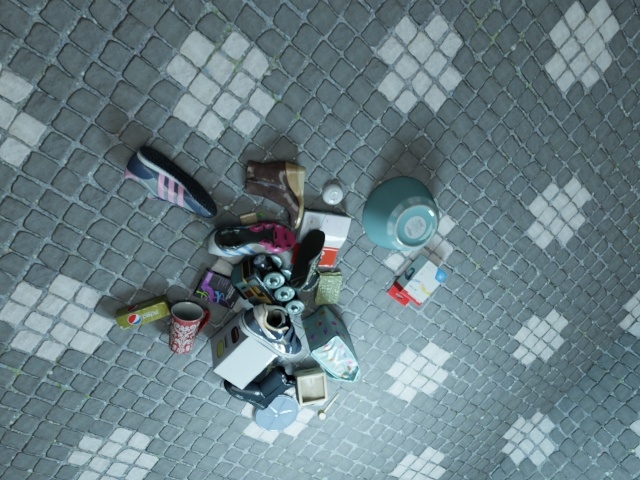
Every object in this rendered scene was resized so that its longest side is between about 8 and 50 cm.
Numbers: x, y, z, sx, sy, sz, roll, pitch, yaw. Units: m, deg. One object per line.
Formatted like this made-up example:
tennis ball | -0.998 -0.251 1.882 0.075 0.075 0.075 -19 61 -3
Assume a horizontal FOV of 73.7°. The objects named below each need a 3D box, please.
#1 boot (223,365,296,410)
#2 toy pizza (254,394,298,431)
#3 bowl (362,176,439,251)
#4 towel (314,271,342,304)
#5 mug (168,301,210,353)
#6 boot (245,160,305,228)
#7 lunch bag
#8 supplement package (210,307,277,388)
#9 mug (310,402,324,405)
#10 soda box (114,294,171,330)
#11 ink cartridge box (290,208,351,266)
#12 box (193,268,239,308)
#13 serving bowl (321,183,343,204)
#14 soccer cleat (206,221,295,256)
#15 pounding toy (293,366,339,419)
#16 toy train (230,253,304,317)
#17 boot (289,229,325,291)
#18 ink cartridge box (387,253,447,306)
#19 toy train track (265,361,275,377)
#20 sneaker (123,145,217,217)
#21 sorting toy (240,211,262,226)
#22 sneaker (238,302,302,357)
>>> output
boot | -0.248 0.588 1.782 0.207 0.094 0.247 -44 117 12
toy pizza | -0.198 0.775 1.924 0.202 0.032 0.201 -6 112 -15
bowl | 0.338 -0.082 1.667 0.312 0.163 0.310 -6 112 -15
towel | 0.032 0.197 1.761 0.110 0.027 0.147 0 110 -18
mug | -0.494 0.332 1.604 0.151 0.113 0.169 7 117 -24
boot | -0.163 -0.165 1.537 0.207 0.090 0.248 2 112 -5
lunch bag | 0.058 0.437 1.758 0.160 0.223 0.262 -35 119 5
supplement package | -0.301 0.412 1.647 0.194 0.203 0.149 -44 117 3
mug | -0.009 0.719 1.946 0.064 0.062 0.078 23 111 -32
soda box | -0.646 0.263 1.559 0.182 0.058 0.061 -19 116 -10
ink cartridge box | 0.000 0.000 1.656 0.189 0.066 0.232 7 105 -20
box | -0.383 0.186 1.626 0.162 0.029 0.116 24 103 -26
serving bowl | 0.048 -0.171 1.614 0.084 0.027 0.083 -6 114 -15
soccer cleat | -0.255 -0.001 1.557 0.332 0.143 0.115 -1 76 -37
pounding toy | -0.015 0.672 1.879 0.181 0.094 0.205 -6 92 -16
toy train | -0.193 0.189 1.618 0.191 0.142 0.333 -24 131 7
boot | -0.037 0.085 1.634 0.086 0.178 0.236 20 80 15
ink cartridge box | 0.415 0.189 1.848 0.134 0.078 0.231 36 98 -26
toy train track | -0.222 0.561 1.838 0.048 0.014 0.083 13 108 -21
sneaker | -0.494 -0.166 1.419 0.131 0.112 0.319 -38 116 19
sorting toy | -0.249 -0.074 1.570 0.084 0.012 0.061 -16 118 -11
sneaker | -0.149 0.336 1.589 0.128 0.126 0.321 -36 134 15
